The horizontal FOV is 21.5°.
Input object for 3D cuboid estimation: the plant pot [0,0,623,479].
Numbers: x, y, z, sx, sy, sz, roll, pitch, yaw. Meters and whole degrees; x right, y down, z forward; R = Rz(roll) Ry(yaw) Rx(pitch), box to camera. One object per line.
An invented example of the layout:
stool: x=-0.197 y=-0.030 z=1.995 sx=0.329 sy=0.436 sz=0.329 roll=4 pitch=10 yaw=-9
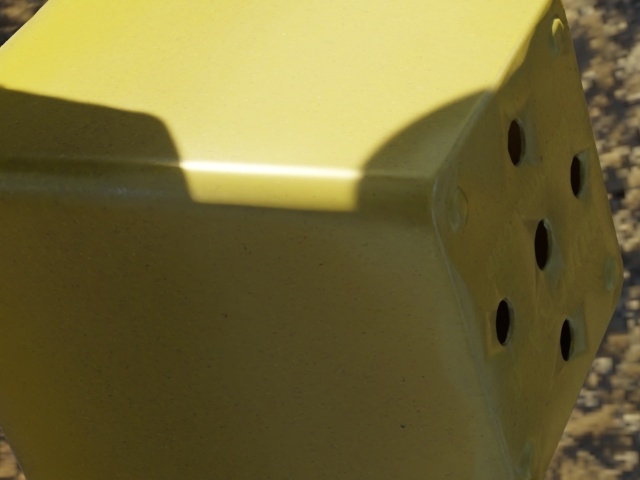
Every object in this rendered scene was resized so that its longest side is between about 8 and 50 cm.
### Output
plant pot: x=0.000 y=0.000 z=0.650 sx=0.212 sy=0.187 sz=0.212 roll=-57 pitch=137 yaw=-45
